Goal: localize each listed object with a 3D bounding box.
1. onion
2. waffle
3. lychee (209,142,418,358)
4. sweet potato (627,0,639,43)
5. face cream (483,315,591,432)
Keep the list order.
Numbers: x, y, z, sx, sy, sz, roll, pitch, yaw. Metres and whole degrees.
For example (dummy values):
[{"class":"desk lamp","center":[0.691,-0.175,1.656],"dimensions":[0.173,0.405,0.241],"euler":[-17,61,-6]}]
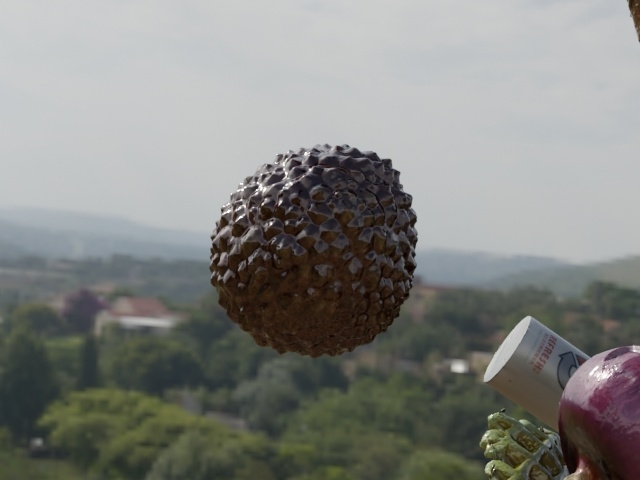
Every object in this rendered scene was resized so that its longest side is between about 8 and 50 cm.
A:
[{"class":"onion","center":[0.279,0.179,1.379],"dimensions":[0.153,0.177,0.177],"euler":[-15,-3,9]},{"class":"waffle","center":[0.235,0.270,1.541],"dimensions":[0.054,0.214,0.208],"euler":[-33,-51,24]},{"class":"lychee","center":[0.000,0.000,1.314],"dimensions":[0.188,0.188,0.188],"euler":[5,0,0]},{"class":"sweet potato","center":[0.329,-0.240,1.541],"dimensions":[0.072,0.314,0.066],"euler":[-11,-11,31]},{"class":"face cream","center":[0.307,0.188,1.862],"dimensions":[0.214,0.096,0.096],"euler":[34,-1,-2]}]
